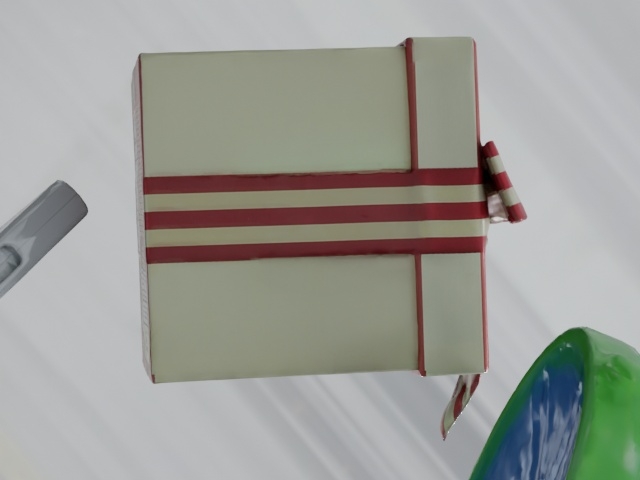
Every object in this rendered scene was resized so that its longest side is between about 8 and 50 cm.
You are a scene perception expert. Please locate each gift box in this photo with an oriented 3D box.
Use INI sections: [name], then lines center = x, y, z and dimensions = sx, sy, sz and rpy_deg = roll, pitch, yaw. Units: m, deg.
[gift box]
center = 0.000, 0.000, 1.332
dimensions = 0.258, 0.276, 0.255
rpy_deg = -3, -175, -7

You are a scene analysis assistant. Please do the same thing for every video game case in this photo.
[video game case]
center = -0.326, 0.113, 1.243
dimensions = 0.329, 0.036, 0.300
rpy_deg = -35, -170, 39

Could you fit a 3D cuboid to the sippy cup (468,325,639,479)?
[sippy cup]
center = 0.187, 0.191, 0.955
dimensions = 0.305, 0.224, 0.240
rpy_deg = -73, -174, -57
